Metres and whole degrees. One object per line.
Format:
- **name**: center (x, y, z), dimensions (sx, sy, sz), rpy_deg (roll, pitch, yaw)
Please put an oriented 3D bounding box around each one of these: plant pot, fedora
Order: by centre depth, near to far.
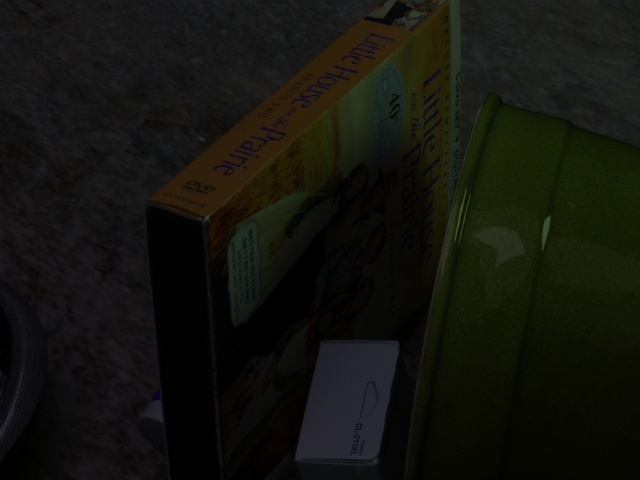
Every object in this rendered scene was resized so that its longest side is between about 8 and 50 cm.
- **plant pot**: center (0.276, 0.089, 1.551), dimensions (0.353, 0.366, 0.366), rpy_deg (11, 52, 9)
- **fedora**: center (-0.359, 0.167, 1.774), dimensions (0.244, 0.124, 0.275), rpy_deg (5, 58, 21)

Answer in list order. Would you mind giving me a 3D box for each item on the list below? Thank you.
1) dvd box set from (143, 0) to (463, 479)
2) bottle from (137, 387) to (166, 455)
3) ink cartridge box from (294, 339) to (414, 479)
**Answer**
- **dvd box set**: center (0.000, 0.000, 1.632), dimensions (0.062, 0.307, 0.420), rpy_deg (17, 38, 25)
- **bottle**: center (-0.065, 0.082, 1.776), dimensions (0.092, 0.118, 0.283), rpy_deg (19, 56, 28)
- **ink cartridge box**: center (0.039, 0.184, 1.617), dimensions (0.072, 0.175, 0.127), rpy_deg (1, 49, 16)
